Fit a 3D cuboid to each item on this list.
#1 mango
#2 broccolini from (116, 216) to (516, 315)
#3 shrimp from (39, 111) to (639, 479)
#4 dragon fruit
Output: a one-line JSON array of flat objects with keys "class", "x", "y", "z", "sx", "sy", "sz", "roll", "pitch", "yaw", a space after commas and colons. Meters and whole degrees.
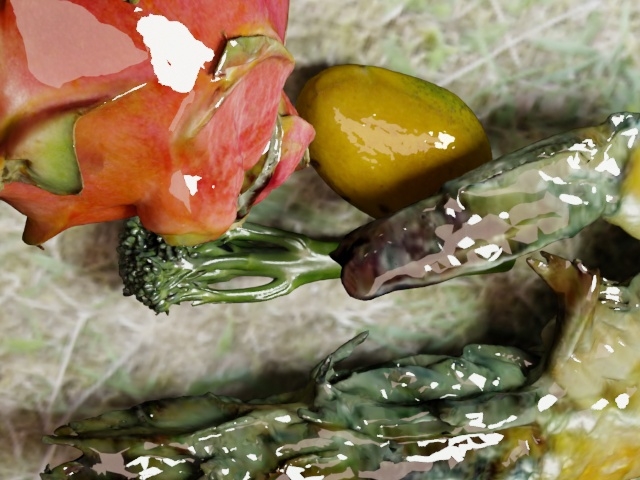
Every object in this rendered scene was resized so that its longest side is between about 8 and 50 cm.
[{"class": "mango", "x": 0.037, "y": -0.049, "z": 0.967, "sx": 0.114, "sy": 0.057, "sz": 0.079, "roll": 33, "pitch": 115, "yaw": -24}, {"class": "broccolini", "x": -0.001, "y": 0.000, "z": 1.002, "sx": 0.216, "sy": 0.058, "sz": 0.067, "roll": -6, "pitch": 156, "yaw": -18}, {"class": "shrimp", "x": 0.070, "y": 0.058, "z": 0.991, "sx": 0.445, "sy": 0.085, "sz": 0.272, "roll": -12, "pitch": 136, "yaw": -10}, {"class": "dragon fruit", "x": -0.113, "y": -0.100, "z": 0.805, "sx": 0.227, "sy": 0.224, "sz": 0.224, "roll": 28, "pitch": 118, "yaw": 19}]
